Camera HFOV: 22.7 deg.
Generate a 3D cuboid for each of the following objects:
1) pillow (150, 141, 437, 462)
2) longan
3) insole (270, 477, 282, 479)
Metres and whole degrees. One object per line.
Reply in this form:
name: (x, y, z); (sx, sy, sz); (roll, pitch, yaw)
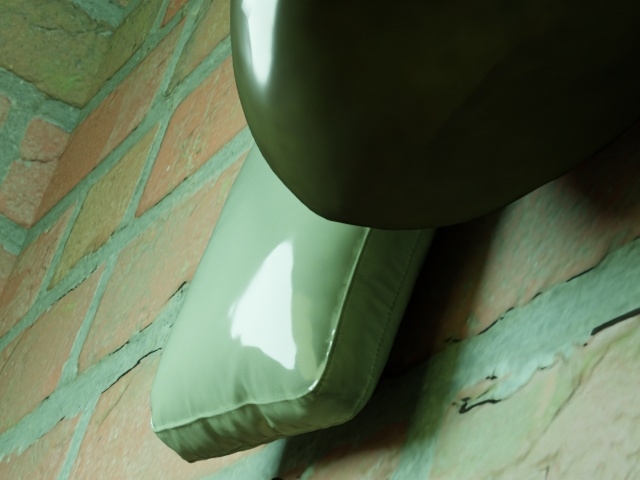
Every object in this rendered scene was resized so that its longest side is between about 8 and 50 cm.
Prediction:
pillow: (0.000, 0.000, 1.147); (0.255, 0.120, 0.322); (-24, 37, 54)
longan: (0.086, -0.167, 0.935); (0.350, 0.288, 0.288); (-53, 20, 16)
insole: (-0.052, 0.259, 1.084); (0.080, 0.003, 0.232); (-42, 26, 42)
